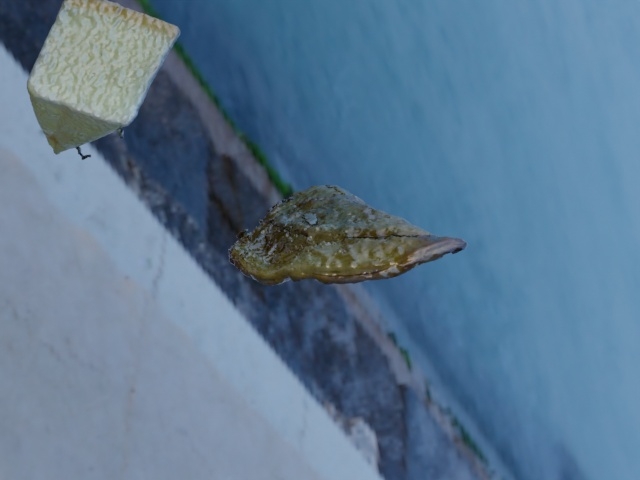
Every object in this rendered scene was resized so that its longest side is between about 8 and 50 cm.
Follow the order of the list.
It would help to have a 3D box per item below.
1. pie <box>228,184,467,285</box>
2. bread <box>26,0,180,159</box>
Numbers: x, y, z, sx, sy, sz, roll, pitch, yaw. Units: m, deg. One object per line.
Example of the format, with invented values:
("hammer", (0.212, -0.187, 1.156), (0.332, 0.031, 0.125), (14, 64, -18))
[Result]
("pie", (0.000, 0.000, 0.683), (0.170, 0.092, 0.034), (-147, -139, -70))
("bread", (-0.137, -0.091, 0.877), (0.109, 0.080, 0.084), (92, 20, -68))
